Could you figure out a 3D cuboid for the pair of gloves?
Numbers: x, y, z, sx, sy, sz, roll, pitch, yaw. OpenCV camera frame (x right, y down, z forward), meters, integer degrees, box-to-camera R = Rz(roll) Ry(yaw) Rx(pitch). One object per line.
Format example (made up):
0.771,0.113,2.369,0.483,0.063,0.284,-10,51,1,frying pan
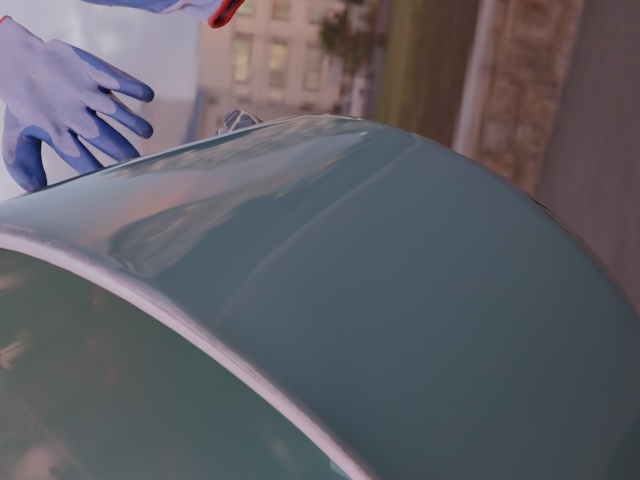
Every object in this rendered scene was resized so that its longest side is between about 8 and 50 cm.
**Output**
-0.126,-0.121,0.881,0.198,0.159,0.023,-55,-36,-3,pair of gloves

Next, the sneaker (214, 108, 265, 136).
0.000,0.000,1.176,0.275,0.110,0.107,48,123,36,sneaker

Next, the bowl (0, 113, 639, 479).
0.008,0.079,0.555,0.163,0.312,0.311,-42,-26,-33,bowl
